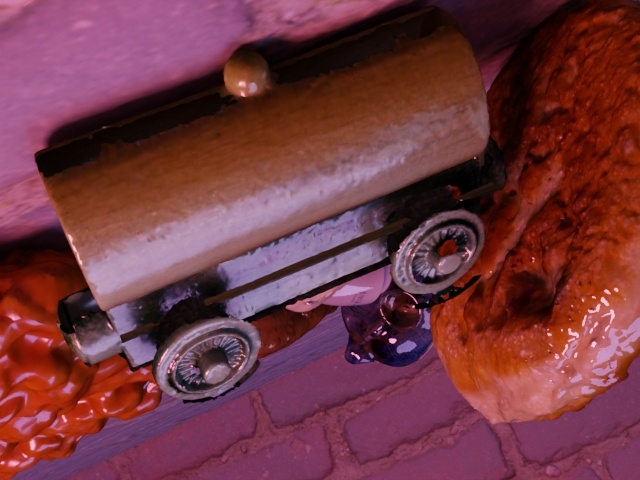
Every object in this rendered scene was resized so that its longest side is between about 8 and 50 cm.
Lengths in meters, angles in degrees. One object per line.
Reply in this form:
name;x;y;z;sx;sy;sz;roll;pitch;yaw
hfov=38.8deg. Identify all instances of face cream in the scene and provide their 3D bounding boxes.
face cream;0.029;0.033;1.060;0.095;0.091;0.091;-9;162;-33

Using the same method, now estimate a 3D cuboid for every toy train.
toy train;-0.017;-0.021;0.547;0.308;0.126;0.189;-22;144;-12

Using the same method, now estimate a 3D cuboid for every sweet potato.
sweet potato;-0.059;0.090;1.110;0.355;0.106;0.095;-5;116;-54

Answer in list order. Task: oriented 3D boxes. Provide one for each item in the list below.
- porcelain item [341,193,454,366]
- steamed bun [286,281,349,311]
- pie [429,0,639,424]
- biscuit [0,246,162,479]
porcelain item;0.130;0.062;1.144;0.288;0.138;0.186;-47;173;34
steamed bun;0.000;0.000;0.839;0.112;0.091;0.130;-45;172;38
pie;0.162;-0.023;0.625;0.092;0.315;0.315;18;156;-11
biscuit;-0.271;0.120;0.720;0.318;0.110;0.312;-28;159;10
